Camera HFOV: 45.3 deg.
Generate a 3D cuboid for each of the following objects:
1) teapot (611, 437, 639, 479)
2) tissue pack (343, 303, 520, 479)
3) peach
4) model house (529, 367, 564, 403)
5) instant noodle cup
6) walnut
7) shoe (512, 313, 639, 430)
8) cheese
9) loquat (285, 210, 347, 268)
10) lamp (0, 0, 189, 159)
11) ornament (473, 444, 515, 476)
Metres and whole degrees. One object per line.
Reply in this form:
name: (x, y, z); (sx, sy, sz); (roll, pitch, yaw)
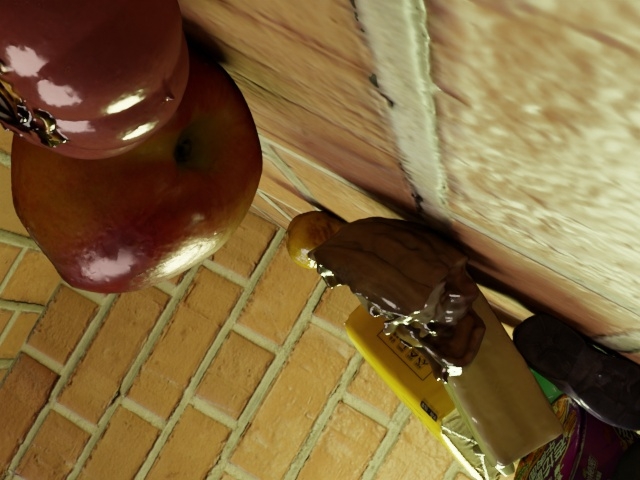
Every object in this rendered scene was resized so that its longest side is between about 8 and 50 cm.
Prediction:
teapot: (0.482, 0.323, 0.981); (0.321, 0.240, 0.239); (10, 151, 6)
tissue pack: (0.267, 0.277, 1.617); (0.293, 0.228, 0.382); (50, 175, -38)
peach: (-0.167, -0.065, 0.677); (0.199, 0.244, 0.243); (23, -178, -41)
model house: (0.396, 0.233, 1.333); (0.117, 0.167, 0.088); (57, -157, -7)
instant noodle cup: (0.435, 0.389, 1.200); (0.190, 0.251, 0.251); (24, 177, 2)
walnut: (0.101, 0.048, 0.942); (0.204, 0.141, 0.238); (32, 169, 43)
shoe: (0.390, 0.193, 1.144); (0.245, 0.095, 0.137); (33, -179, 3)
cheese: (0.230, 0.182, 1.125); (0.266, 0.123, 0.242); (60, -179, 15)
loquat: (0.000, 0.000, 1.443); (0.137, 0.113, 0.137); (7, 173, 1)
lamp: (-0.157, -0.136, 0.464); (0.182, 0.140, 0.182); (31, 159, 13)
ornament: (0.419, 0.341, 1.419); (0.244, 0.231, 0.061); (11, -168, 6)
